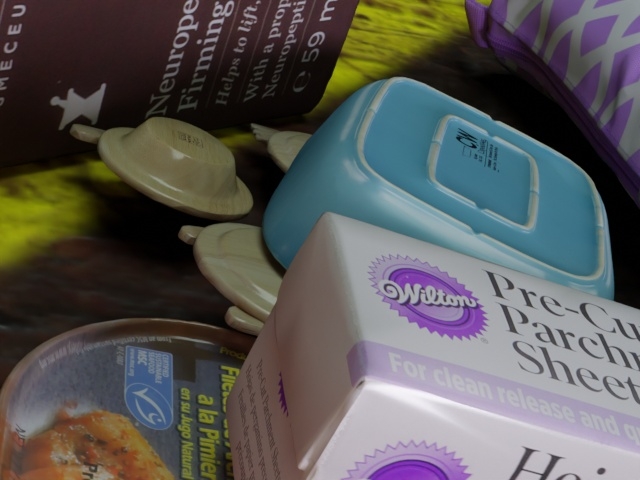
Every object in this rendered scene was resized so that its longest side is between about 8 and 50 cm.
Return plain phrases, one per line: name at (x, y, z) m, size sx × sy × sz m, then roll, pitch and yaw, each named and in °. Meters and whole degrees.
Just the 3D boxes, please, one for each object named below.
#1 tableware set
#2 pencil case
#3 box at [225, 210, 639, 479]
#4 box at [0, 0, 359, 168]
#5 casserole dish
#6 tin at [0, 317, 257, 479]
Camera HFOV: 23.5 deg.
tableware set at (0.000, 0.000, 0.503) m, size 0.141 × 0.020 × 0.168 m, roll 11°, pitch 25°, yaw -37°
pencil case at (0.138, -0.052, 0.628) m, size 0.088 × 0.086 × 0.206 m, roll -22°, pitch 39°, yaw -4°
box at (0.136, 0.078, 0.393) m, size 0.324 × 0.063 × 0.067 m, roll 18°, pitch 29°, yaw -19°
box at (-0.098, -0.142, 0.544) m, size 0.203 × 0.168 × 0.167 m, roll -16°, pitch 46°, yaw -44°
casserole dish at (0.046, -0.009, 0.500) m, size 0.114 × 0.037 × 0.188 m, roll 27°, pitch 19°, yaw -1°
tin at (-0.027, 0.087, 0.351) m, size 0.106 × 0.040 × 0.189 m, roll 9°, pitch 31°, yaw -11°
